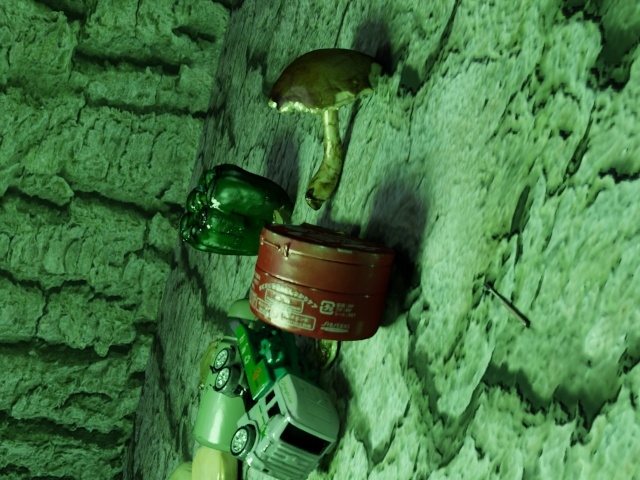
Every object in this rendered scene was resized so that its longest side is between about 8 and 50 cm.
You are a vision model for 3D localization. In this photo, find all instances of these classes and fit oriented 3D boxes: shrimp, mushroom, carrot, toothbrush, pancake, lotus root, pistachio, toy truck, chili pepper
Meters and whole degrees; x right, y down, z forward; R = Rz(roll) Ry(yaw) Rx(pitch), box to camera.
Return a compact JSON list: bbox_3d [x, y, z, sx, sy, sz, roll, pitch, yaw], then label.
[{"bbox_3d":[-0.049,0.031,1.231,0.126,0.048,0.223,33,146,49],"label":"shrimp"},{"bbox_3d":[0.002,-0.258,1.240,0.208,0.233,0.301,37,141,18],"label":"mushroom"},{"bbox_3d":[0.000,0.001,1.221,0.229,0.069,0.068,-168,89,-67],"label":"carrot"},{"bbox_3d":[0.218,0.075,0.715,0.097,0.008,0.006,-124,35,-60],"label":"toothbrush"},{"bbox_3d":[0.011,0.197,1.159,0.108,0.017,0.108,-173,90,-67],"label":"pancake"},{"bbox_3d":[-0.321,0.380,1.807,0.090,0.077,0.183,-105,35,-61],"label":"lotus root"},{"bbox_3d":[-0.266,0.602,1.500,0.145,0.117,0.200,109,162,-59],"label":"pistachio"},{"bbox_3d":[-0.088,0.280,1.151,0.178,0.177,0.363,-49,30,14],"label":"toy truck"},{"bbox_3d":[-0.213,-0.067,1.533,0.248,0.257,0.233,19,92,67],"label":"chili pepper"}]

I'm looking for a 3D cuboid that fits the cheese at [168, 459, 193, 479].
[{"bbox_3d":[-0.357,0.750,1.648,0.233,0.127,0.265,-127,51,-62],"label":"cheese"}]

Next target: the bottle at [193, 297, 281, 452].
[{"bbox_3d":[-0.176,0.303,1.380,0.168,0.169,0.346,170,114,-67],"label":"bottle"}]

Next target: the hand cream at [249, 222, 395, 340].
[{"bbox_3d":[0.001,0.064,0.970,0.230,0.230,0.149,-156,77,-68],"label":"hand cream"}]
